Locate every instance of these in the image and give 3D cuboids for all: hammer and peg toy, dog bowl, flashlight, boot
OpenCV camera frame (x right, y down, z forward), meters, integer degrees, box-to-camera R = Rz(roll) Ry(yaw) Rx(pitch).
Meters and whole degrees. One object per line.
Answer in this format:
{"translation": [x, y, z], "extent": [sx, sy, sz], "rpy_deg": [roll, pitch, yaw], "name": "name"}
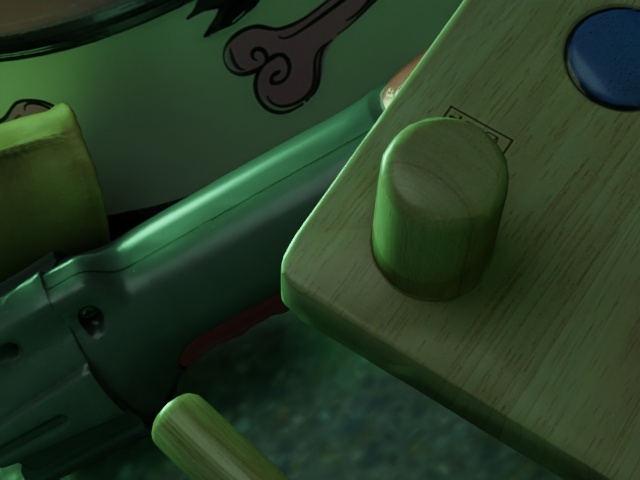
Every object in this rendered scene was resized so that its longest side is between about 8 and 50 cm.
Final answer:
{"translation": [0.122, 0.019, 0.589], "extent": [0.266, 0.127, 0.361], "rpy_deg": [31, 68, 13], "name": "hammer and peg toy"}
{"translation": [-0.083, -0.206, 0.965], "extent": [0.408, 0.150, 0.408], "rpy_deg": [-16, 45, 17], "name": "dog bowl"}
{"translation": [0.000, 0.000, 0.775], "extent": [0.304, 0.103, 0.103], "rpy_deg": [-30, 7, 10], "name": "flashlight"}
{"translation": [-0.230, 0.048, 0.848], "extent": [0.269, 0.236, 0.089], "rpy_deg": [-20, 78, -16], "name": "boot"}
